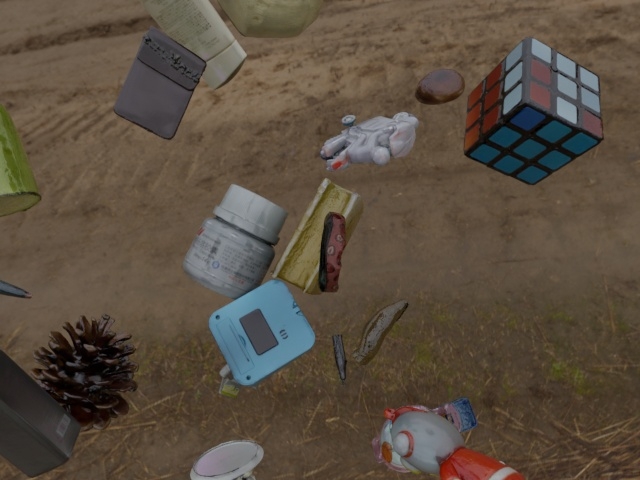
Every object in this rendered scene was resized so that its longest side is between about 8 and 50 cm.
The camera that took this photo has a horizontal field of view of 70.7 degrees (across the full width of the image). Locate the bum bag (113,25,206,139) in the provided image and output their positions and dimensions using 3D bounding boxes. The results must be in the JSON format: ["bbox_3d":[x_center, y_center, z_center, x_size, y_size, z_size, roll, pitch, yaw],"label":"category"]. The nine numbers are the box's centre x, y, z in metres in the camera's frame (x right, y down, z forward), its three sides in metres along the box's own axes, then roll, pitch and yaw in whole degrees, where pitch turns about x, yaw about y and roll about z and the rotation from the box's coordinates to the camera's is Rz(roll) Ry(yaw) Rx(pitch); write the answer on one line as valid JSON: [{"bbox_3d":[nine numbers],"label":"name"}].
[{"bbox_3d":[-0.266,-0.259,0.755,0.026,0.109,0.160,12,80,56],"label":"bum bag"}]

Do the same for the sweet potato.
[{"bbox_3d":[0.210,0.309,1.597,0.085,0.112,0.286,24,65,36],"label":"sweet potato"}]

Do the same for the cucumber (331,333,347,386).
[{"bbox_3d":[0.067,0.387,1.464,0.038,0.043,0.164,-14,73,10],"label":"cucumber"}]

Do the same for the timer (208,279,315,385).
[{"bbox_3d":[-0.163,0.262,1.287,0.249,0.091,0.232,-30,70,-8],"label":"timer"}]

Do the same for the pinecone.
[{"bbox_3d":[-0.553,0.298,1.058,0.263,0.264,0.264,-7,49,8],"label":"pinecone"}]

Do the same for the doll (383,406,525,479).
[{"bbox_3d":[0.235,0.397,0.802,0.336,0.199,0.106,25,101,46],"label":"doll"}]

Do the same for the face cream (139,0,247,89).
[{"bbox_3d":[-0.352,-0.594,1.259,0.173,0.348,0.081,-15,44,31],"label":"face cream"}]

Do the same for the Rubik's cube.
[{"bbox_3d":[0.367,-0.220,0.793,0.162,0.160,0.163,22,62,-12],"label":"Rubik's cube"}]

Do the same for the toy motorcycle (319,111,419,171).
[{"bbox_3d":[0.128,-0.237,1.106,0.260,0.110,0.171,-22,39,1],"label":"toy motorcycle"}]

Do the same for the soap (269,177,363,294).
[{"bbox_3d":[0.000,0.000,1.423,0.156,0.293,0.335,26,85,12],"label":"soap"}]

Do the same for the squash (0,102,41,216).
[{"bbox_3d":[-0.647,-0.177,0.868,0.132,0.132,0.247,-19,89,-3],"label":"squash"}]

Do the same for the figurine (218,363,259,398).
[{"bbox_3d":[-0.266,0.492,1.794,0.167,0.285,0.342,42,31,4],"label":"figurine"}]

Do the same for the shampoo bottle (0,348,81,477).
[{"bbox_3d":[-0.486,0.260,0.700,0.079,0.246,0.080,-24,29,2],"label":"shampoo bottle"}]

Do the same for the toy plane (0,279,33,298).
[{"bbox_3d":[-0.613,0.032,0.682,0.326,0.104,0.223,19,71,-8],"label":"toy plane"}]

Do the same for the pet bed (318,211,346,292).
[{"bbox_3d":[0.024,0.028,1.042,0.053,0.201,0.201,6,50,-3],"label":"pet bed"}]

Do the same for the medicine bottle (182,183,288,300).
[{"bbox_3d":[-0.253,0.005,1.387,0.245,0.245,0.307,25,86,31],"label":"medicine bottle"}]

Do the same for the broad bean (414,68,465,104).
[{"bbox_3d":[0.379,-0.484,1.422,0.165,0.084,0.114,-30,90,-15],"label":"broad bean"}]

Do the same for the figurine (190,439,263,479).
[{"bbox_3d":[-0.147,0.449,0.785,0.132,0.132,0.154,-12,92,4],"label":"figurine"}]

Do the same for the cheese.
[{"bbox_3d":[0.261,0.492,1.163,0.285,0.074,0.189,-29,30,15],"label":"cheese"}]

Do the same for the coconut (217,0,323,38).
[{"bbox_3d":[-0.104,-0.492,0.849,0.224,0.224,0.224,-7,49,8],"label":"coconut"}]
